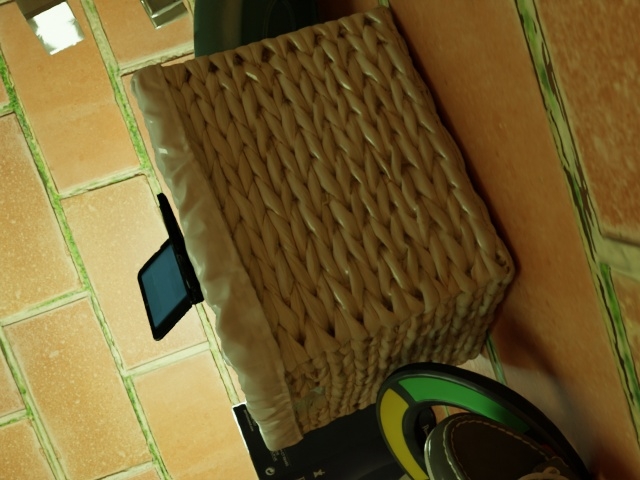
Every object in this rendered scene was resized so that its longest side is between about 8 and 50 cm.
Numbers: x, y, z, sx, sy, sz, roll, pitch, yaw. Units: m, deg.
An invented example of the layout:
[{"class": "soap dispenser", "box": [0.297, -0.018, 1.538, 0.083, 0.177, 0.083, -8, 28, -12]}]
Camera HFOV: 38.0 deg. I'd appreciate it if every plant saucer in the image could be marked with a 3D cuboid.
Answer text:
[{"class": "plant saucer", "box": [-0.063, -0.241, 1.116, 0.318, 0.044, 0.317, 5, -90, -71]}]

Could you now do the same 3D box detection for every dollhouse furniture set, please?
[{"class": "dollhouse furniture set", "box": [-0.331, -0.515, 1.491, 0.256, 0.394, 0.362, 61, 173, 6]}]

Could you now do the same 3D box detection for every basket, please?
[{"class": "basket", "box": [0.000, 0.000, 0.949, 0.328, 0.267, 0.331, 86, 163, -67]}]

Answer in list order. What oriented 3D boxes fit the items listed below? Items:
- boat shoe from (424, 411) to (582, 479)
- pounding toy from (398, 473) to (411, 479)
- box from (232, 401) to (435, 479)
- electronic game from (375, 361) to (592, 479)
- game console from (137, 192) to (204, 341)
[{"class": "boat shoe", "box": [0.205, 0.247, 0.689, 0.335, 0.112, 0.095, 53, 148, 29]}, {"class": "pounding toy", "box": [0.167, 0.450, 1.389, 0.110, 0.237, 0.183, 33, -151, -33]}, {"class": "box", "box": [0.042, 0.375, 1.577, 0.182, 0.294, 0.296, -121, 12, -47]}, {"class": "electronic game", "box": [0.149, 0.205, 0.870, 0.229, 0.048, 0.229, 28, 142, 25]}, {"class": "game console", "box": [-0.177, 0.028, 1.023, 0.122, 0.071, 0.107, -118, 9, -46]}]
